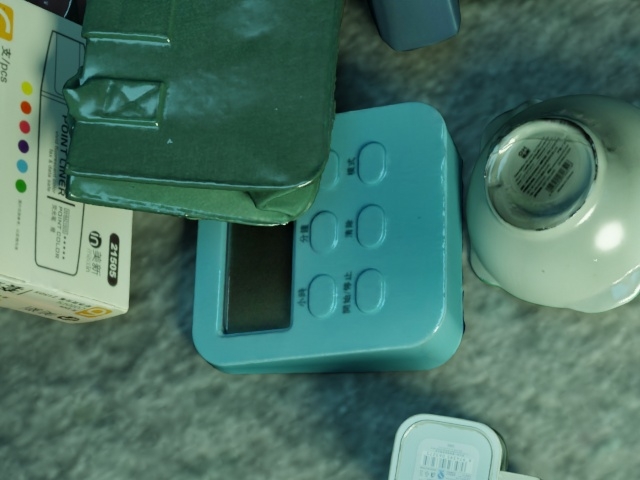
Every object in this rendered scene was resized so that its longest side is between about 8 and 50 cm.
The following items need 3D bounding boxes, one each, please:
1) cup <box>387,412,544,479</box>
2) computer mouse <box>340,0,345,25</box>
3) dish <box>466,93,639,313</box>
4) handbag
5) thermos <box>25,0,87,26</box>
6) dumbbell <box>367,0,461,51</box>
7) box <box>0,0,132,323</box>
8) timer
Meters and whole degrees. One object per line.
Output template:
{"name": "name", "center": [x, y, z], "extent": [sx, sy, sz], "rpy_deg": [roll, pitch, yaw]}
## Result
{"name": "cup", "center": [0.121, 0.196, 1.210], "extent": [0.128, 0.129, 0.095], "rpy_deg": [9, 82, 10]}
{"name": "computer mouse", "center": [-0.035, -0.221, 1.403], "extent": [0.120, 0.057, 0.232], "rpy_deg": [9, 74, 13]}
{"name": "dish", "center": [0.215, -0.055, 1.259], "extent": [0.246, 0.078, 0.224], "rpy_deg": [-38, 57, 15]}
{"name": "handbag", "center": [-0.099, -0.181, 1.305], "extent": [0.238, 0.089, 0.326], "rpy_deg": [6, 70, 0]}
{"name": "thermos", "center": [-0.349, -0.286, 1.465], "extent": [0.330, 0.136, 0.109], "rpy_deg": [22, 106, 16]}
{"name": "dumbbell", "center": [0.195, -0.278, 1.334], "extent": [0.325, 0.160, 0.144], "rpy_deg": [-15, 41, 4]}
{"name": "box", "center": [-0.272, -0.077, 1.314], "extent": [0.091, 0.221, 0.273], "rpy_deg": [-15, 69, 37]}
{"name": "timer", "center": [0.000, 0.000, 1.313], "extent": [0.250, 0.091, 0.231], "rpy_deg": [-4, 73, 15]}
